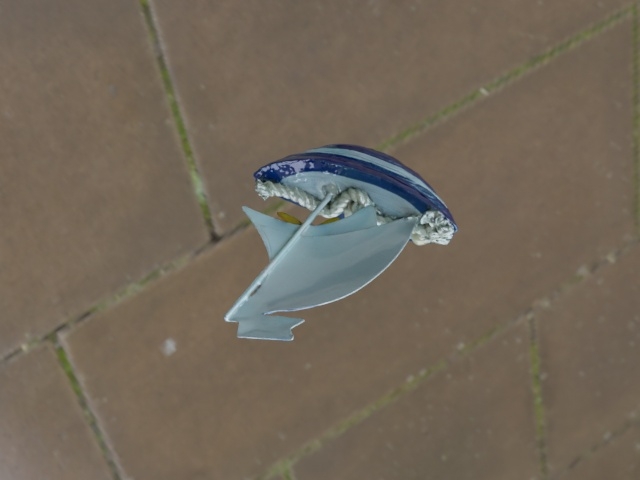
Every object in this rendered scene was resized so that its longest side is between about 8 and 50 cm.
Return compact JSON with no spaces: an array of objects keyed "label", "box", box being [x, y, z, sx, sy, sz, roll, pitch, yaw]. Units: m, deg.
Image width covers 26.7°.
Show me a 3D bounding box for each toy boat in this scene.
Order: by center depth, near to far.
[{"label":"toy boat","box":[0.000,0.000,1.260,0.291,0.220,0.067,-49,149,-50]}]
